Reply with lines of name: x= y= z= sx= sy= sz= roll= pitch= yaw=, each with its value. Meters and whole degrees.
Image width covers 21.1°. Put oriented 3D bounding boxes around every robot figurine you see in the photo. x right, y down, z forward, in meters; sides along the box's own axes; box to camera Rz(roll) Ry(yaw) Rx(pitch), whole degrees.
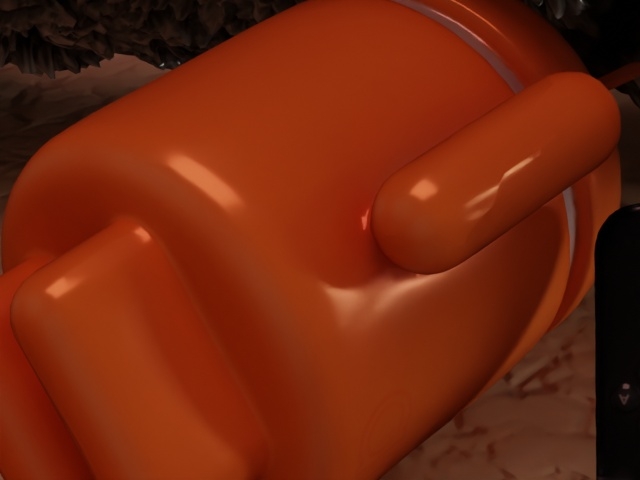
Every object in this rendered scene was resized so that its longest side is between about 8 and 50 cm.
robot figurine: x=-0.001 y=0.000 z=0.488 sx=0.128 sy=0.158 sz=0.219 roll=37 pitch=48 yaw=23

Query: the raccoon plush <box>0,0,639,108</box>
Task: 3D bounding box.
raccoon plush: x=-0.054 y=-0.080 z=0.656 sx=0.446 sy=0.299 sz=0.216 roll=39 pitch=46 yaw=-1

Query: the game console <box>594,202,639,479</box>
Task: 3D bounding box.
game console: x=0.138 y=0.052 z=0.415 sx=0.144 sy=0.124 sz=0.085 roll=0 pitch=3 yaw=10
